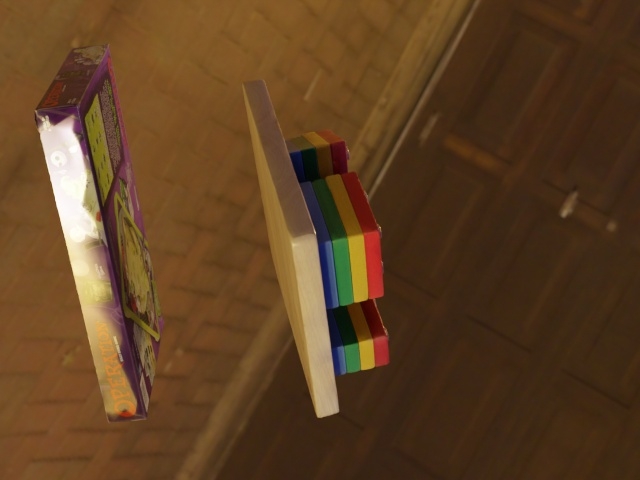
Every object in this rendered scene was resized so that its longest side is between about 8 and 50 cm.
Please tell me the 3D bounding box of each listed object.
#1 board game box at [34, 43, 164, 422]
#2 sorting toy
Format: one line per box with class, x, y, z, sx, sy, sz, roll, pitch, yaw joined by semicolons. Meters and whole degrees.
board game box;-0.222;-0.010;1.132;0.208;0.056;0.347;-86;170;-64
sorting toy;0.000;0.000;1.115;0.255;0.089;0.257;-109;-172;-46
